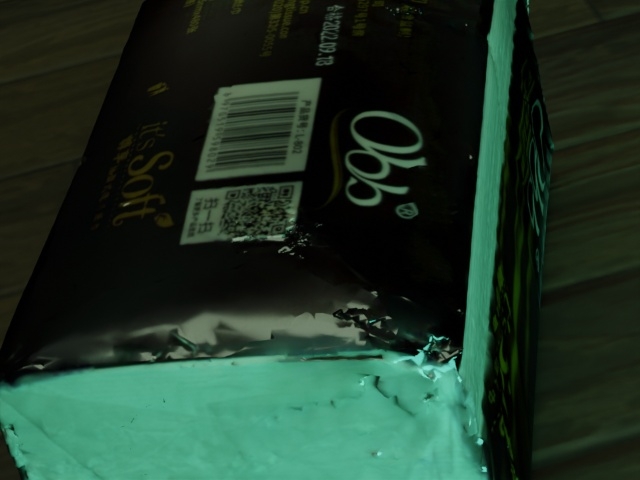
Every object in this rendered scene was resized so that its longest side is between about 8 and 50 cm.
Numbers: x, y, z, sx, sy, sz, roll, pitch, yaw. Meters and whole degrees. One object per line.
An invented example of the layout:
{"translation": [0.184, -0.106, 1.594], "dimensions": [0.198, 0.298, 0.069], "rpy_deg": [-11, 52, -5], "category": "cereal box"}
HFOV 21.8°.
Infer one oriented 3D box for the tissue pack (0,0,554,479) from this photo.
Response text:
{"translation": [0.000, 0.000, 0.793], "dimensions": [0.210, 0.198, 0.370], "rpy_deg": [0, 39, 11], "category": "tissue pack"}
